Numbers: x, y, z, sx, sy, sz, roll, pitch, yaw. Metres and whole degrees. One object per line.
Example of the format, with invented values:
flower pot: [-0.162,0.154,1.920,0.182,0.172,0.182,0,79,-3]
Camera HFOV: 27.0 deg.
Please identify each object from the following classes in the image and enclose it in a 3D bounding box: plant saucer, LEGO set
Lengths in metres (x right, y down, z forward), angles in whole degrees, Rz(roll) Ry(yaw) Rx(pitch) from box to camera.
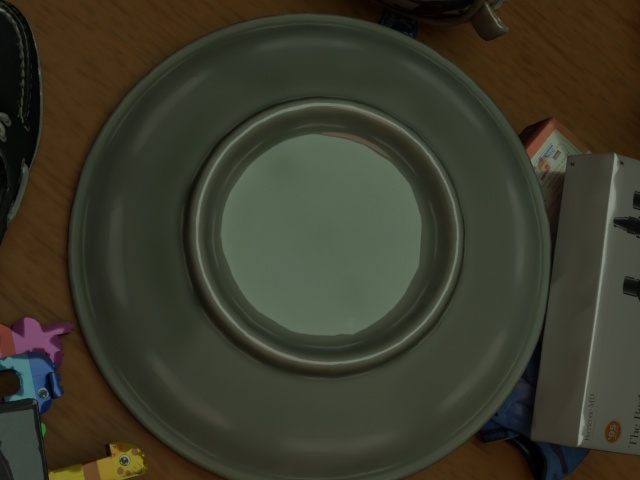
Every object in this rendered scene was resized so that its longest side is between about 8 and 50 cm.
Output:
plant saucer: [0.000,0.000,1.058,0.401,0.100,0.400,1,80,-7]
LEGO set: [-0.188,0.155,1.010,0.093,0.087,0.227,-11,85,-20]

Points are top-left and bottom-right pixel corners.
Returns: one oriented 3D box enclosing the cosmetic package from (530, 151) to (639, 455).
cosmetic package: [0.242,0.054,1.101,0.099,0.060,0.239,12,83,-32]

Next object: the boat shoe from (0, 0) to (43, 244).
boat shoe: [-0.272,-0.054,1.017,0.114,0.091,0.302,10,77,-17]

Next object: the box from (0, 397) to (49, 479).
box: [-0.260,0.201,0.876,0.143,0.270,0.165,-8,82,-21]

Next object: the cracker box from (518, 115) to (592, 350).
cracker box: [0.226,0.027,1.180,0.232,0.067,0.155,44,78,-6]

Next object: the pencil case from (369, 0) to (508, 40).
pencil case: [0.150,-0.379,1.192,0.183,0.160,0.410,33,71,-21]

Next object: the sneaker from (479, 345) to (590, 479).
sneaker: [0.151,0.119,1.145,0.082,0.069,0.209,-42,95,-17]
